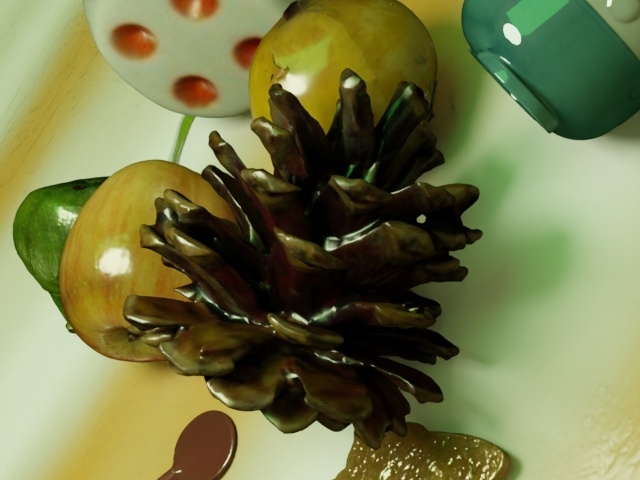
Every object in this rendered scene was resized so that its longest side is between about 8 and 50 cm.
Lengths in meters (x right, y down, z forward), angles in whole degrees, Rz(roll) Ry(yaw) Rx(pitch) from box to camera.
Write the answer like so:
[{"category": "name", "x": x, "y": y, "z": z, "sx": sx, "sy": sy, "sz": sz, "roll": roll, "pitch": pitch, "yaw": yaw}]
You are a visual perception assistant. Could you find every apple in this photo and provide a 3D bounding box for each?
[{"category": "apple", "x": -0.217, "y": 0.029, "z": 1.387, "sx": 0.242, "sy": 0.242, "sz": 0.241, "roll": -13, "pitch": 53, "yaw": 37}]

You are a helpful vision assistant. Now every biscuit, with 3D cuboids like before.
[{"category": "biscuit", "x": 0.087, "y": 0.259, "z": 1.107, "sx": 0.250, "sy": 0.035, "sz": 0.162, "roll": -24, "pitch": 57, "yaw": 31}]

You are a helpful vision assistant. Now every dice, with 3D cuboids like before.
[{"category": "dice", "x": -0.137, "y": -0.375, "z": 1.481, "sx": 0.304, "sy": 0.277, "sz": 0.304, "roll": -20, "pitch": 43, "yaw": 40}]

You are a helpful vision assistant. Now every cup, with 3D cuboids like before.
[{"category": "cup", "x": 0.284, "y": -0.248, "z": 1.102, "sx": 0.257, "sy": 0.219, "sz": 0.290, "roll": -43, "pitch": 9, "yaw": 12}]

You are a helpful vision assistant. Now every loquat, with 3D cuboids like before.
[{"category": "loquat", "x": 0.028, "y": -0.186, "z": 1.280, "sx": 0.235, "sy": 0.235, "sz": 0.235, "roll": -22, "pitch": 53, "yaw": 32}]

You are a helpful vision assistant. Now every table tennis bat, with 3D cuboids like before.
[{"category": "table tennis bat", "x": -0.165, "y": 0.277, "z": 1.336, "sx": 0.154, "sy": 0.019, "sz": 0.098, "roll": -41, "pitch": 46, "yaw": 13}]

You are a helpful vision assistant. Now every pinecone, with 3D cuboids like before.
[{"category": "pinecone", "x": 0.000, "y": 0.000, "z": 1.085, "sx": 0.384, "sy": 0.384, "sz": 0.384, "roll": -22, "pitch": 53, "yaw": 32}]

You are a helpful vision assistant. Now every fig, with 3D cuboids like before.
[{"category": "fig", "x": -0.341, "y": 0.028, "z": 1.557, "sx": 0.203, "sy": 0.203, "sz": 0.235, "roll": 8, "pitch": 103, "yaw": 44}]

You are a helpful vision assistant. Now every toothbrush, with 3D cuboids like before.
[{"category": "toothbrush", "x": -0.205, "y": -0.172, "z": 1.634, "sx": 0.026, "sy": 0.022, "sz": 0.263, "roll": 6, "pitch": 69, "yaw": 29}]
